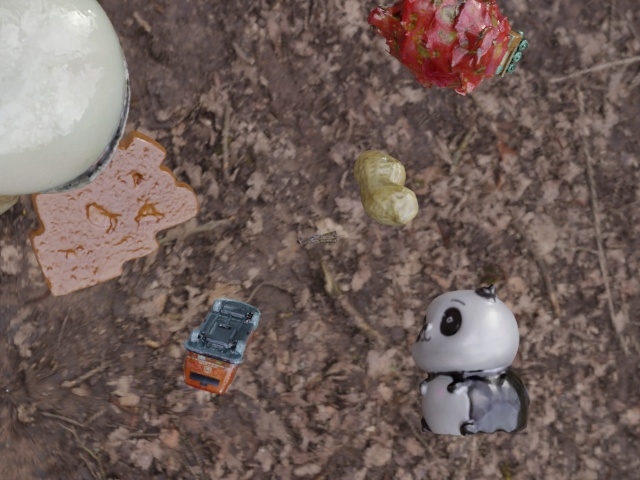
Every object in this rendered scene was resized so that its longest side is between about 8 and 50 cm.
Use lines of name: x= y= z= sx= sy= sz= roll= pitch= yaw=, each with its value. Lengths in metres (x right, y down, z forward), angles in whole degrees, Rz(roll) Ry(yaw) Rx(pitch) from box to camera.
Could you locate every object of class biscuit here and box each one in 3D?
biscuit: x=-0.361 y=-0.041 z=1.260 sx=0.284 sy=0.043 sz=0.306 roll=30 pitch=100 yaw=-38

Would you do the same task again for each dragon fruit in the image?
dragon fruit: x=0.223 y=-0.393 z=1.464 sx=0.268 sy=0.205 sz=0.210 roll=16 pitch=53 yaw=11

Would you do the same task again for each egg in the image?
egg: x=-0.374 y=-0.186 z=0.911 sx=0.264 sy=0.174 sz=0.286 roll=14 pitch=105 yaw=6

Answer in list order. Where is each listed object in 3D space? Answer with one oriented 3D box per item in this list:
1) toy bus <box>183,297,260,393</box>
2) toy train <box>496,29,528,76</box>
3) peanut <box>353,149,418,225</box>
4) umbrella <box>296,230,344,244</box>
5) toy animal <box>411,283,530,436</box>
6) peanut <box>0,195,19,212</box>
toy bus: x=-0.209 y=0.220 z=1.650 sx=0.121 sy=0.265 sz=0.120 roll=15 pitch=109 yaw=1
toy train: x=0.396 y=-0.397 z=1.645 sx=0.064 sy=0.103 sz=0.044 roll=-15 pitch=48 yaw=-42
peanut: x=0.129 y=-0.105 z=1.576 sx=0.098 sy=0.103 sz=0.229 roll=17 pitch=35 yaw=-26
umbrella: x=0.000 y=-0.002 z=1.338 sx=0.083 sy=0.020 sz=0.031 roll=-2 pitch=42 yaw=0
toy animal: x=0.238 y=0.195 z=1.244 sx=0.165 sy=0.187 sz=0.235 roll=-4 pitch=82 yaw=-28
peanut: x=-0.683 y=-0.104 z=1.627 sx=0.104 sy=0.228 sz=0.085 roll=-10 pitch=85 yaw=-32
